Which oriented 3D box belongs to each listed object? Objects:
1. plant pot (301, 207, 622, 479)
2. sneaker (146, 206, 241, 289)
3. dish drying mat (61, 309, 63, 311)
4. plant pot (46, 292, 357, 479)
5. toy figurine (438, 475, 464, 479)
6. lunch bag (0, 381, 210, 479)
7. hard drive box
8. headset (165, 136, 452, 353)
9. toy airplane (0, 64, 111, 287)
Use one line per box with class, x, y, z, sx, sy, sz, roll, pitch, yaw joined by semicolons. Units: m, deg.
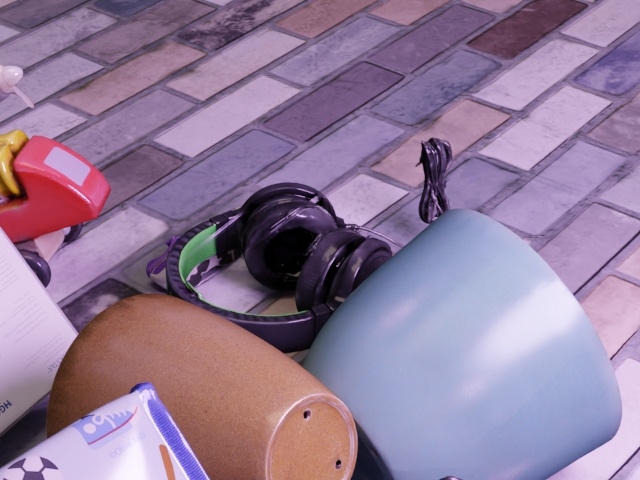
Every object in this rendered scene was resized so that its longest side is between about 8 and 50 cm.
plant pot;0.119;0.150;1.481;0.235;0.293;0.293;-33;44;-19
sneaker;-0.158;0.003;1.874;0.071;0.068;0.170;20;40;36
dish drying mat;-0.355;0.104;1.780;0.032;0.008;0.083;20;39;25
plant pot;-0.096;0.183;1.401;0.254;0.237;0.237;8;31;46
toy figurine;0.168;0.327;1.282;0.209;0.213;0.148;6;45;5
lunch bag;-0.192;0.372;1.165;0.328;0.239;0.385;-32;86;-38
hard drive box;-0.393;0.094;1.601;0.089;0.232;0.181;-26;11;44
headset;0.000;0.000;1.767;0.394;0.185;0.243;-19;39;-30
toy airplane;-0.506;-0.096;1.839;0.384;0.272;0.386;-21;40;-25
